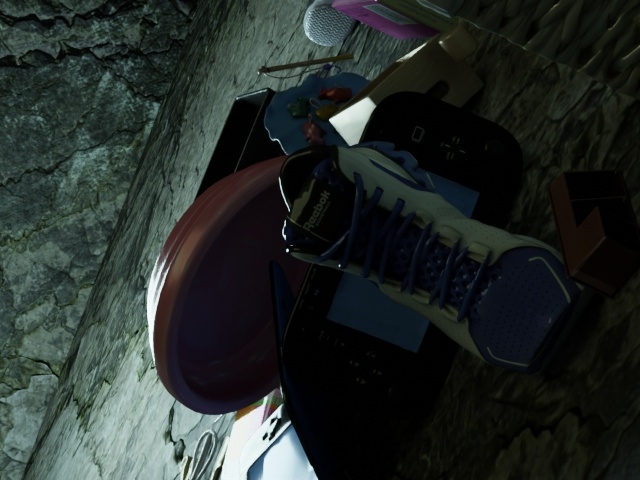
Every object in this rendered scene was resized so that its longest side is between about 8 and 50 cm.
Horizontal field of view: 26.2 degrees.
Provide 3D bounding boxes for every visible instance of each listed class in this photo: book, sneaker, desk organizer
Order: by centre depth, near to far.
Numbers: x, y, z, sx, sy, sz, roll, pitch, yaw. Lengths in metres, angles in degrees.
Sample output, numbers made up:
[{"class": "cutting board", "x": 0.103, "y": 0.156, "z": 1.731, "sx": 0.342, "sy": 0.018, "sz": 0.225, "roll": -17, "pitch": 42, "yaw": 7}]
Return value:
[{"class": "desk organizer", "x": 0.233, "y": -0.016, "z": 1.168, "sx": 0.050, "sy": 0.047, "sz": 0.130, "roll": -53, "pitch": 22, "yaw": 32}, {"class": "sneaker", "x": 0.067, "y": 0.007, "z": 1.211, "sx": 0.315, "sy": 0.182, "sz": 0.127, "roll": 38, "pitch": 110, "yaw": 35}, {"class": "book", "x": -0.092, "y": 0.270, "z": 1.816, "sx": 0.096, "sy": 0.035, "sz": 0.144, "roll": -24, "pitch": 46, "yaw": 62}, {"class": "sneaker", "x": 0.044, "y": -0.456, "z": 2.213, "sx": 0.268, "sy": 0.101, "sz": 0.153, "roll": -61, "pitch": 20, "yaw": 27}]

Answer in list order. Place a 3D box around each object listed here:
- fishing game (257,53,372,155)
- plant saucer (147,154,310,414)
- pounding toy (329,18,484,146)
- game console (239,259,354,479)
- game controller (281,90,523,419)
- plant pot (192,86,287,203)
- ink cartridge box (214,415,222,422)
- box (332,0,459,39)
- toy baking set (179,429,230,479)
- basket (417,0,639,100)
[{"class": "fishing game", "x": 0.021, "y": -0.167, "z": 1.789, "sx": 0.264, "sy": 0.189, "sz": 0.041, "roll": -105, "pitch": 10, "yaw": -45}, {"class": "plant saucer", "x": -0.088, "y": 0.045, "z": 1.636, "sx": 0.084, "sy": 0.332, "sz": 0.332, "roll": 28, "pitch": 97, "yaw": 32}, {"class": "pounding toy", "x": 0.136, "y": -0.181, "z": 1.592, "sx": 0.181, "sy": 0.094, "sz": 0.206, "roll": -43, "pitch": 8, "yaw": -21}, {"class": "game console", "x": -0.060, "y": 0.213, "z": 1.529, "sx": 0.250, "sy": 0.173, "sz": 0.293, "roll": -48, "pitch": 22, "yaw": 19}, {"class": "game controller", "x": 0.081, "y": 0.014, "z": 1.384, "sx": 0.067, "sy": 0.166, "sz": 0.319, "roll": -172, "pitch": 103, "yaw": -76}, {"class": "plant pot", "x": -0.059, "y": -0.094, "z": 1.951, "sx": 0.187, "sy": 0.167, "sz": 0.188, "roll": -69, "pitch": 16, "yaw": -5}, {"class": "ink cartridge box", "x": -0.116, "y": 0.155, "z": 1.916, "sx": 0.104, "sy": 0.060, "sz": 0.180, "roll": -47, "pitch": 11, "yaw": 47}, {"class": "box", "x": 0.138, "y": -0.403, "z": 1.837, "sx": 0.243, "sy": 0.117, "sz": 0.213, "roll": -66, "pitch": 17, "yaw": 1}, {"class": "toy baking set", "x": -0.203, "y": 0.382, "z": 2.011, "sx": 0.256, "sy": 0.030, "sz": 0.196, "roll": -45, "pitch": 28, "yaw": 52}, {"class": "basket", "x": 0.252, "y": -0.348, "z": 1.164, "sx": 0.328, "sy": 0.266, "sz": 0.331, "roll": -56, "pitch": 19, "yaw": 33}]
